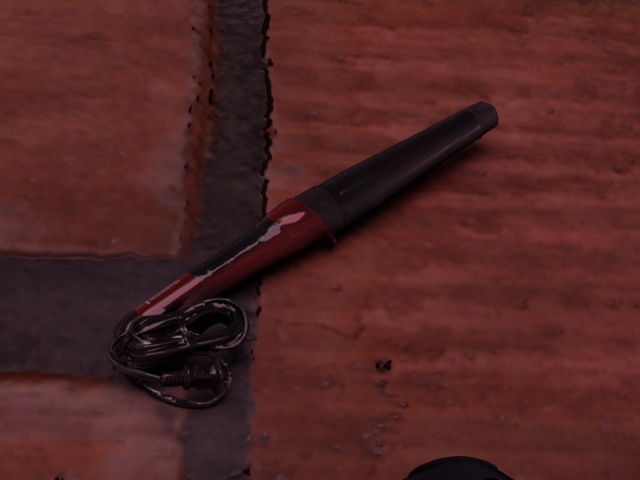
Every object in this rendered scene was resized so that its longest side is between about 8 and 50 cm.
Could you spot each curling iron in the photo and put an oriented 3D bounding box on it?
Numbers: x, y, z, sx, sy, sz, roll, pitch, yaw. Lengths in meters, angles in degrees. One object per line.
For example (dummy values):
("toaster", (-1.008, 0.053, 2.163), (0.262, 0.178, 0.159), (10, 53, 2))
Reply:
("curling iron", (0.000, 0.000, 0.746), (0.274, 0.035, 0.068), (-37, 67, -28))

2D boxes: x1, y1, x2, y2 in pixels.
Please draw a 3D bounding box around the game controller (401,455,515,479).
("game controller", (0.004, 0.224, 0.563), (0.319, 0.067, 0.166), (-32, 75, -26))
